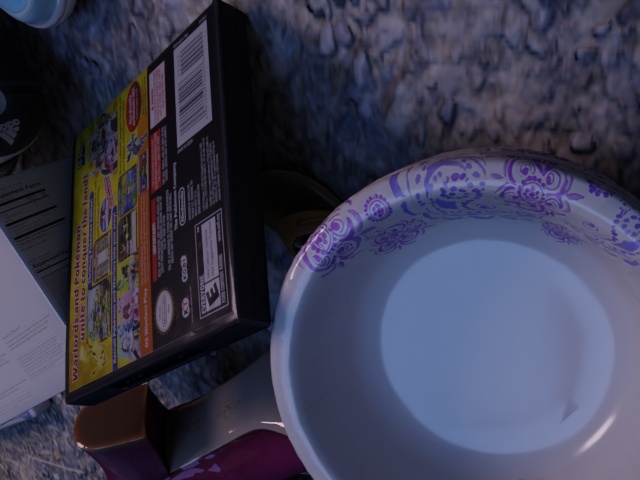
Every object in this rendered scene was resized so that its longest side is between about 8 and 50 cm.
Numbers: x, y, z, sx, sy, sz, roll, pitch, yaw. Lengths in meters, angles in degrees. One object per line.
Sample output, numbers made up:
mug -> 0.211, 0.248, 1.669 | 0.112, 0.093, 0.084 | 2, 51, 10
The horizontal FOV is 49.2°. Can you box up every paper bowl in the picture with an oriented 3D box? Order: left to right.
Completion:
paper bowl -> 0.119, 0.076, 0.497 | 0.285, 0.148, 0.284 | 3, 102, 17

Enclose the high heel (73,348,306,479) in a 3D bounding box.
high heel -> -0.035, 0.191, 0.691 | 0.378, 0.127, 0.181 | -8, 138, 11

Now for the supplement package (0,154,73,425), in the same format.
supplement package -> -0.293, 0.051, 0.742 | 0.194, 0.149, 0.203 | -29, 95, 33

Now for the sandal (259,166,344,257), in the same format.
sandal -> 0.000, 0.000, 0.618 | 0.180, 0.049, 0.072 | 39, 130, 5

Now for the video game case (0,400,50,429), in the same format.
video game case -> -0.591, 0.160, 1.080 | 0.300, 0.036, 0.329 | -25, 103, 39

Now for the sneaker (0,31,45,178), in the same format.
sneaker -> -0.474, -0.210, 0.706 | 0.447, 0.169, 0.257 | 55, 137, 1

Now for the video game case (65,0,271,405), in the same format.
video game case -> -0.141, -0.024, 0.589 | 0.248, 0.035, 0.274 | -28, 59, 39

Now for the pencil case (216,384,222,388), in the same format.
pencil case -> -0.106, 0.232, 0.805 | 0.065, 0.070, 0.151 | 12, 126, -4

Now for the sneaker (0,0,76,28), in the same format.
sneaker -> -0.359, -0.293, 0.560 | 0.127, 0.208, 0.319 | -31, 99, 38

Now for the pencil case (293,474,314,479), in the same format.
pencil case -> 0.072, 0.318, 0.731 | 0.236, 0.104, 0.104 | 46, 130, -1

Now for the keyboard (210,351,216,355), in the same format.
keyboard -> -0.228, 0.059, 0.814 | 0.256, 0.014, 0.072 | 22, 126, 19

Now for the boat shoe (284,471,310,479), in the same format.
boat shoe -> -0.047, 0.295, 0.828 | 0.125, 0.038, 0.046 | -6, 113, 34
